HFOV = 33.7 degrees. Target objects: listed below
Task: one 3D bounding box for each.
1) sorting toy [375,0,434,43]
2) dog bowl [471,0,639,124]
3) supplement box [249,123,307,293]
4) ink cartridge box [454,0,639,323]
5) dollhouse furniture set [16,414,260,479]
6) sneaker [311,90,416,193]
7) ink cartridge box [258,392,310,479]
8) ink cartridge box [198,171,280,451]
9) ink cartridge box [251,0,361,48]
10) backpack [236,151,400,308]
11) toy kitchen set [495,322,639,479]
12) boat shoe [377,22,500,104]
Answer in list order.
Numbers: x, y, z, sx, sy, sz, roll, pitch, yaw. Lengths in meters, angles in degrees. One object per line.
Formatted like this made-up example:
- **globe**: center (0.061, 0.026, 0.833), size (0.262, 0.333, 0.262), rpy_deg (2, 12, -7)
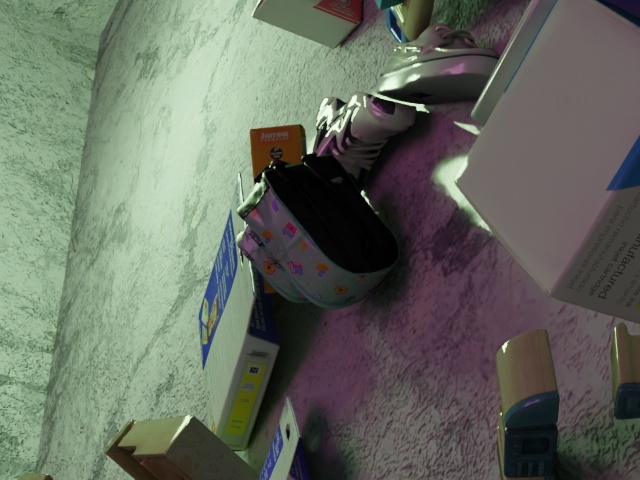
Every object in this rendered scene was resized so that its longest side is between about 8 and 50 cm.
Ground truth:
- **sorting toy**: center (0.079, -0.363, 1.330), size (0.347, 0.047, 0.196), rpy_deg (92, 153, -71)
- **dog bowl**: center (0.238, -0.201, 0.913), size (0.265, 0.104, 0.265), rpy_deg (-61, -3, -6)
- **supplement box**: center (-0.051, -0.045, 1.493), size (0.080, 0.078, 0.233), rpy_deg (-9, -87, -84)
- **ink cartridge box**: center (0.255, -0.042, 0.747), size (0.171, 0.233, 0.168), rpy_deg (-63, 28, 21)
- **dollhouse furniture set**: center (-0.290, 0.451, 1.485), size (0.394, 0.362, 0.256), rpy_deg (-52, 15, -27)
- **sneaker**: center (0.048, -0.116, 1.430), size (0.235, 0.094, 0.153), rpy_deg (13, 91, 62)
- **ink cartridge box**: center (-0.050, 0.319, 1.340), size (0.206, 0.045, 0.208), rpy_deg (-128, 56, -81)
- **ink cartridge box**: center (-0.120, 0.106, 1.616), size (0.303, 0.072, 0.307), rpy_deg (-102, 27, -51)
- **ink cartridge box**: center (-0.018, -0.440, 1.703), size (0.092, 0.159, 0.217), rpy_deg (-39, 40, 53)
- **backpack**: center (0.000, 0.000, 1.337), size (0.188, 0.166, 0.144), rpy_deg (45, 122, 20)
- **toy kitchen set**: center (0.234, 0.173, 0.865), size (0.207, 0.166, 0.122), rpy_deg (77, -171, -52)
- **boat shoe**: center (0.149, -0.218, 1.281), size (0.267, 0.096, 0.088), rpy_deg (-169, 91, -75)
